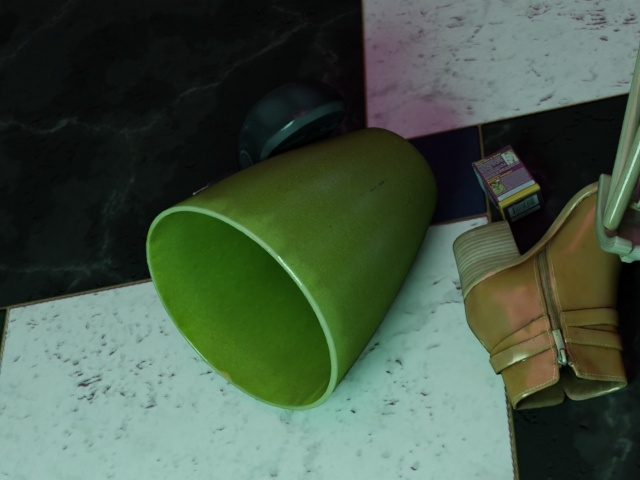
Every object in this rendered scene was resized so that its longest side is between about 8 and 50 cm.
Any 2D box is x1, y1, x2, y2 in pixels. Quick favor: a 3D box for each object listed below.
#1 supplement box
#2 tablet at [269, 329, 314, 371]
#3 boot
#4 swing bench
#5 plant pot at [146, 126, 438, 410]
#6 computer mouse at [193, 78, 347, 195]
[{"bbox_3d":[0.228,-0.067,1.683,0.055,0.043,0.083,-27,50,0],"label":"supplement box"},{"bbox_3d":[-0.053,0.145,1.653,0.083,0.006,0.054,-29,49,-1],"label":"tablet"},{"bbox_3d":[0.300,0.056,1.524,0.284,0.109,0.220,-14,57,-4],"label":"boot"},{"bbox_3d":[0.442,-0.077,1.453,0.253,0.165,0.254,15,95,-2],"label":"swing bench"},{"bbox_3d":[0.000,0.000,1.603,0.275,0.274,0.293,23,48,33],"label":"plant pot"},{"bbox_3d":[-0.055,-0.127,1.682,0.188,0.272,0.072,-26,81,-23],"label":"computer mouse"}]
